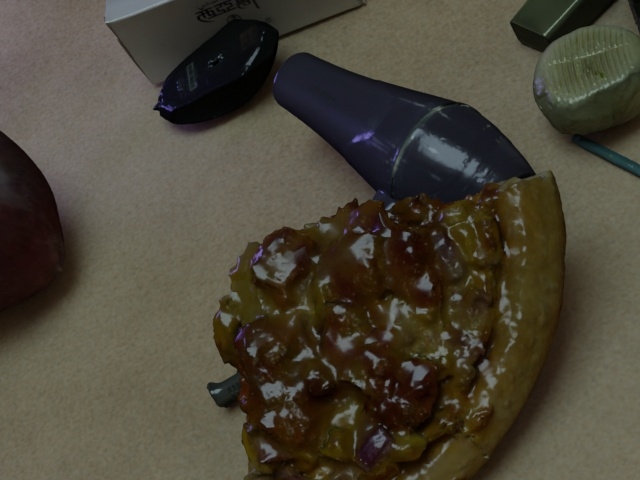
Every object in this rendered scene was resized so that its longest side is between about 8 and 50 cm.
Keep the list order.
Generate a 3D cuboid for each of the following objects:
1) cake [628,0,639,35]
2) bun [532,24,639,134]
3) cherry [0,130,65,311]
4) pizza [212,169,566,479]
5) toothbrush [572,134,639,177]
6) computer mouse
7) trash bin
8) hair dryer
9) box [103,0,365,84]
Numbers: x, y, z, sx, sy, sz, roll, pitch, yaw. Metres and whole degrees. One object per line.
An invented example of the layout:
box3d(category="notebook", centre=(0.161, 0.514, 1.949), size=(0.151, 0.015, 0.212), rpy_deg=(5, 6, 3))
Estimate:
box3d(category="cake", centre=(0.292, -0.325, 1.347), size=(0.172, 0.158, 0.283), rpy_deg=(8, 63, 34))
box3d(category="bun", centre=(0.257, -0.145, 1.277), size=(0.115, 0.069, 0.115), rpy_deg=(-14, 51, 17))
box3d(category="cherry", centre=(-0.415, -0.019, 1.456), size=(0.308, 0.221, 0.261), rpy_deg=(17, 66, 17))
box3d(category="pizza", centre=(0.044, 0.085, 1.142), size=(0.409, 0.114, 0.278), rpy_deg=(-45, 73, 0))
box3d(category="toothbrush", centre=(0.289, -0.063, 1.233), size=(0.011, 0.014, 0.167), rpy_deg=(-52, 48, -3))
box3d(category="computer mouse", centre=(-0.109, -0.182, 1.522), size=(0.172, 0.057, 0.099), rpy_deg=(-30, 47, 21))
box3d(category="trash bin", centre=(0.243, -0.234, 1.374), size=(0.092, 0.043, 0.061), rpy_deg=(-47, 48, -9))
box3d(category="hair dryer", centre=(0.000, 0.000, 1.285), size=(0.301, 0.121, 0.361), rpy_deg=(33, 83, 36))
box3d(category="box", centre=(-0.104, -0.328, 1.587), size=(0.274, 0.116, 0.203), rpy_deg=(-19, 49, 14))
